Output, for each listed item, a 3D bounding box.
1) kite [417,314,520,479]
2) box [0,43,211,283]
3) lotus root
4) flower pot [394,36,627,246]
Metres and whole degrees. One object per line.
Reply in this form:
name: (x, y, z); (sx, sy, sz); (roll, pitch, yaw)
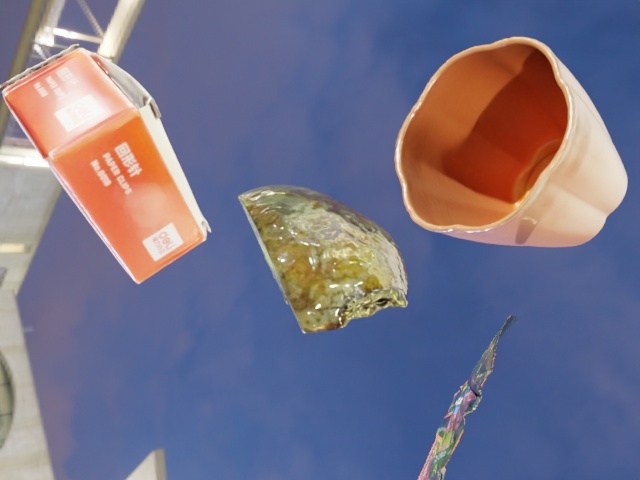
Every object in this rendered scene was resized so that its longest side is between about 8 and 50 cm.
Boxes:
kite: (0.102, 0.183, 0.552); (0.016, 0.234, 0.321); (27, -72, 12)
box: (-0.194, -0.071, 0.590); (0.133, 0.099, 0.182); (42, -20, 36)
lotus root: (-0.003, -0.004, 0.867); (0.314, 0.210, 0.142); (29, -46, 58)
flower pot: (0.197, -0.071, 0.607); (0.190, 0.173, 0.191); (-25, -125, 43)
